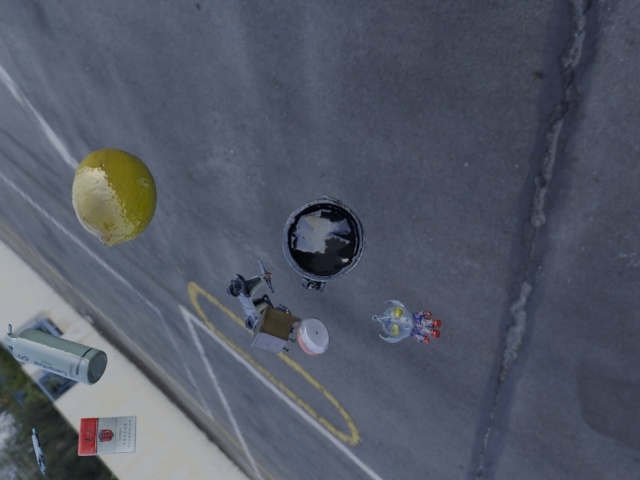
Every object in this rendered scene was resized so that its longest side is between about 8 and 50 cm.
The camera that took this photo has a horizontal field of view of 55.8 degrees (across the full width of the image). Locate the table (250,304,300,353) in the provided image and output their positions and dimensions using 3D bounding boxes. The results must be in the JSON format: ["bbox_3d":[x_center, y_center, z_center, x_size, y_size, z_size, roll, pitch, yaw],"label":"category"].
[{"bbox_3d":[-0.096,0.198,1.315,0.082,0.070,0.083,20,145,-8],"label":"table"}]

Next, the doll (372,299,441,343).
[{"bbox_3d":[0.214,0.211,1.536,0.194,0.062,0.104,6,105,39],"label":"doll"}]

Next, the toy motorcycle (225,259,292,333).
[{"bbox_3d":[-0.200,0.196,1.960,0.091,0.157,0.263,18,139,52],"label":"toy motorcycle"}]

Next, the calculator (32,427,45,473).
[{"bbox_3d":[-0.902,0.675,1.940,0.141,0.019,0.094,57,139,31],"label":"calculator"}]

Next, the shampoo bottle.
[{"bbox_3d":[-0.653,0.274,1.470,0.262,0.085,0.085,14,143,13],"label":"shampoo bottle"}]

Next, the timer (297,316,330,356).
[{"bbox_3d":[-0.030,0.328,2.031,0.136,0.099,0.136,18,111,58],"label":"timer"}]

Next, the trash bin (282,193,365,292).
[{"bbox_3d":[0.000,0.000,1.691,0.217,0.277,0.262,17,177,-4],"label":"trash bin"}]

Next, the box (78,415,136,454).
[{"bbox_3d":[-0.602,0.553,1.714,0.048,0.152,0.100,122,146,-59],"label":"box"}]

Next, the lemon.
[{"bbox_3d":[-0.572,-0.128,1.687,0.236,0.236,0.263,1,106,57],"label":"lemon"}]
